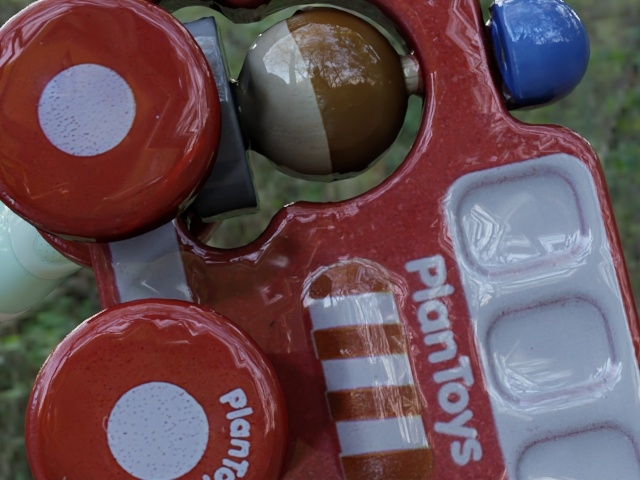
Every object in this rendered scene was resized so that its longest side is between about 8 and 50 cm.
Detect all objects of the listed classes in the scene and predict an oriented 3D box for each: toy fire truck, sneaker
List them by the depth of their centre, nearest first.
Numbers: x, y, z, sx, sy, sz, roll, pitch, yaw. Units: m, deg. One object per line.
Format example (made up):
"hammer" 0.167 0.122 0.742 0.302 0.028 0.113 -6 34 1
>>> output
"toy fire truck" 0.000 0.000 0.797 0.254 0.302 0.169 -11 -7 -2
"sneaker" -0.143 -0.056 1.329 0.151 0.094 0.256 -26 28 44
